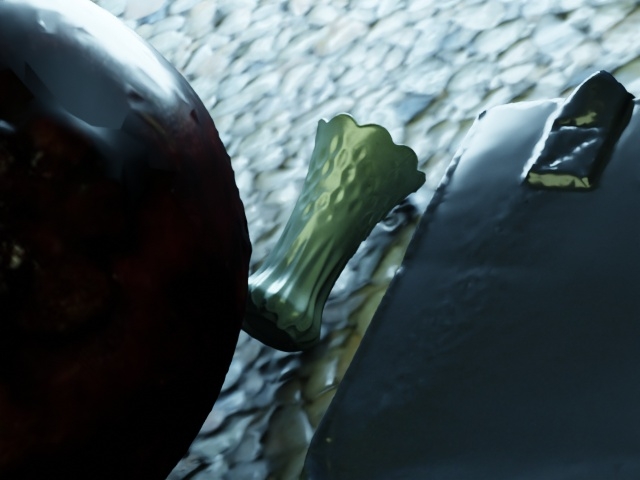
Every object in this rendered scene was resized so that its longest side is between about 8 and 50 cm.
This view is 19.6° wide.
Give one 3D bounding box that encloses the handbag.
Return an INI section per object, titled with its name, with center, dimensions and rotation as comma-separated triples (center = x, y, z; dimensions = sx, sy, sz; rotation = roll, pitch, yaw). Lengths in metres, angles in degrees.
[handbag]
center = 0.182, 0.047, 0.955
dimensions = 0.303, 0.122, 0.329
rotation = -3, 47, 36

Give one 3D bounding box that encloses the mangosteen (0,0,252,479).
[mangosteen]
center = -0.258, 0.017, 1.082
dimensions = 0.421, 0.381, 0.381
rotation = -2, 47, 32

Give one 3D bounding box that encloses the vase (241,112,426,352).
[vase]
center = 0.000, 0.000, 1.181
dimensions = 0.081, 0.081, 0.149
rotation = 7, 56, 41
